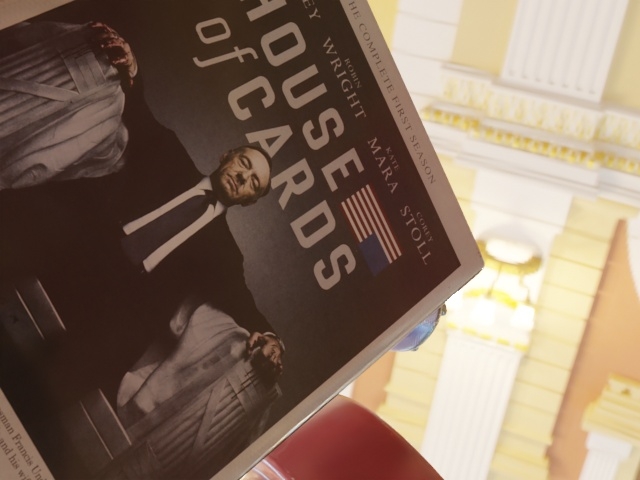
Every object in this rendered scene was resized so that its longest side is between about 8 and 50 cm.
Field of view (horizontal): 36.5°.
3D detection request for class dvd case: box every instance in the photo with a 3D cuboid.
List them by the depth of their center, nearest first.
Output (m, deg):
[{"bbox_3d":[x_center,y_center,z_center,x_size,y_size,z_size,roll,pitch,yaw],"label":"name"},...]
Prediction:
[{"bbox_3d":[-0.049,-0.010,0.344,0.238,0.179,0.029,-35,-164,-36],"label":"dvd case"}]

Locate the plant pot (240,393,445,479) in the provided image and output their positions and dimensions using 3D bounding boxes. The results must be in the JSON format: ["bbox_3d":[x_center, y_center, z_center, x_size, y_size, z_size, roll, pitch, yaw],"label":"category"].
[{"bbox_3d":[-0.018,0.199,0.439,0.180,0.201,0.201,-30,-139,-19],"label":"plant pot"}]

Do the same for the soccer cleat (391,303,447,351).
[{"bbox_3d":[0.001,-0.001,0.888,0.121,0.093,0.289,32,-174,-41],"label":"soccer cleat"}]
